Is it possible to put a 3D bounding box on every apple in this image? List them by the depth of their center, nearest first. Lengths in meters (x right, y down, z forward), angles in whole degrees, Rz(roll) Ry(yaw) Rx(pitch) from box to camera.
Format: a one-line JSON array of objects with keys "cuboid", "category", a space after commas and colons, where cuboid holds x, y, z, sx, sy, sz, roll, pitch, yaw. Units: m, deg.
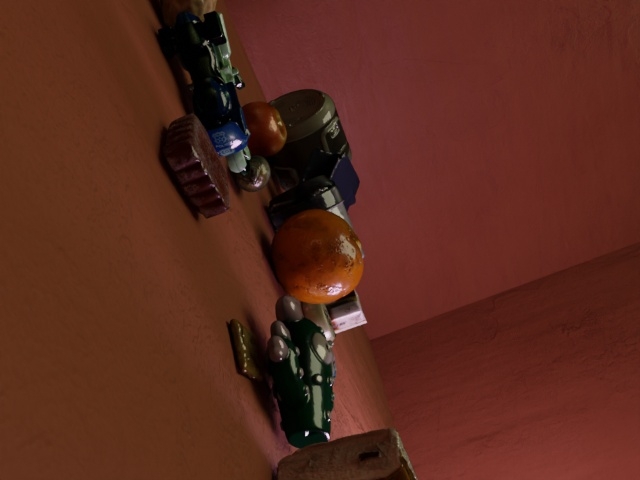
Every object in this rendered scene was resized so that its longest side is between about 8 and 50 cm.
[{"cuboid": [-0.175, -0.313, 1.493, 0.163, 0.139, 0.163, -13, 90, -75], "category": "apple"}]

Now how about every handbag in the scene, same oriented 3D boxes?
[{"cuboid": [0.016, -0.128, 1.812, 0.303, 0.122, 0.329, -68, 159, -7], "category": "handbag"}]

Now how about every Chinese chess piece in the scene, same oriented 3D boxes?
[{"cuboid": [-0.003, 0.227, 1.507, 0.144, 0.059, 0.144, -21, 90, -86], "category": "Chinese chess piece"}]

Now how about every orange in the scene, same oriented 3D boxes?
[{"cuboid": [-0.006, 0.039, 1.299, 0.240, 0.240, 0.239, -21, 90, -86], "category": "orange"}]

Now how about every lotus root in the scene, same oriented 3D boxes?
[{"cuboid": [-0.161, -0.158, 1.225, 0.088, 0.088, 0.165, 67, -9, -19], "category": "lotus root"}]

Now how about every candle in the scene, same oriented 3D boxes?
[{"cuboid": [0.000, 0.000, 1.519, 0.221, 0.222, 0.342, -71, 138, -83], "category": "candle"}]

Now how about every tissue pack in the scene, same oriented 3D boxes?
[{"cuboid": [0.059, 0.381, 0.731, 0.092, 0.183, 0.226, -91, 159, -65], "category": "tissue pack"}, {"cuboid": [0.054, 0.220, 1.638, 0.099, 0.149, 0.106, 64, 7, -53], "category": "tissue pack"}]

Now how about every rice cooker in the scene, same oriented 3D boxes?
[{"cuboid": [-0.057, -0.363, 1.985, 0.335, 0.335, 0.325, -106, 174, -49], "category": "rice cooker"}]

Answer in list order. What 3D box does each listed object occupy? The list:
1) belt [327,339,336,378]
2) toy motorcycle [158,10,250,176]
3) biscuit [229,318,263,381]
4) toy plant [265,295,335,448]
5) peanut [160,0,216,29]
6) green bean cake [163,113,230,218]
[{"cuboid": [-0.002, 0.284, 1.256, 0.179, 0.065, 0.099, 58, 22, -71], "category": "belt"}, {"cuboid": [-0.211, -0.287, 1.052, 0.196, 0.125, 0.330, -85, 157, -82], "category": "toy motorcycle"}, {"cuboid": [-0.109, 0.164, 0.783, 0.081, 0.018, 0.083, 63, 8, -59], "category": "biscuit"}, {"cuboid": [-0.032, 0.214, 0.881, 0.243, 0.113, 0.232, -85, 159, -67], "category": "toy plant"}, {"cuboid": [-0.301, -0.563, 1.087, 0.140, 0.153, 0.324, 13, -56, 53], "category": "peanut"}, {"cuboid": [-0.193, -0.116, 0.825, 0.135, 0.057, 0.135, -103, 171, -53], "category": "green bean cake"}]
